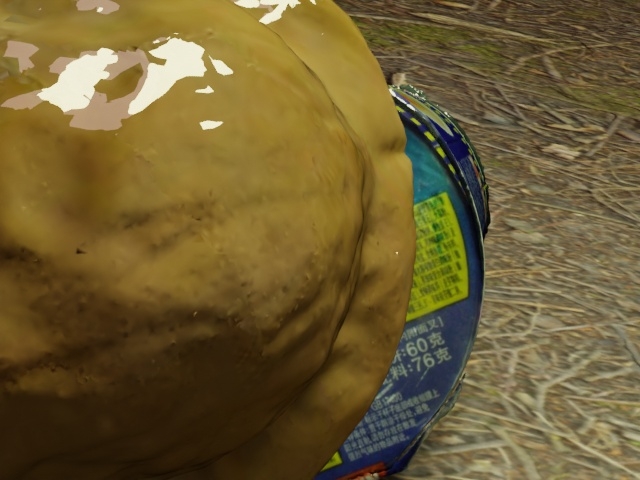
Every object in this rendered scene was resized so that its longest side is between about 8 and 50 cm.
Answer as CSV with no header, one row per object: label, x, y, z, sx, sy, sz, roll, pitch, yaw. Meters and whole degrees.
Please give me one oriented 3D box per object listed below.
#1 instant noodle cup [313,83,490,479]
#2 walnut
instant noodle cup,0.000,0.000,1.247,0.284,0.284,0.312,13,11,11
walnut,-0.154,0.012,0.936,0.384,0.383,0.383,8,20,-3
